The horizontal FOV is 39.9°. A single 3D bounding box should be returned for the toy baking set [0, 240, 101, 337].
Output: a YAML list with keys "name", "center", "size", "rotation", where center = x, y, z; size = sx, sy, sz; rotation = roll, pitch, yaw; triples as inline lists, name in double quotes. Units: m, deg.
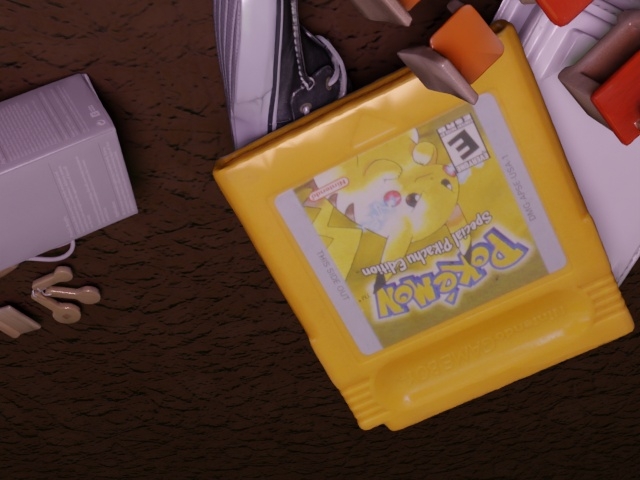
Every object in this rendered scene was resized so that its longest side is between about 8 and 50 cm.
- name: "toy baking set"
  center: [-0.380, 0.036, 1.075]
  size: [0.197, 0.030, 0.256]
  rotation: [-7, 141, -1]

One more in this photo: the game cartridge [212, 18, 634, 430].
- name: "game cartridge"
  center: [0.102, 0.007, 0.808]
  size: [0.285, 0.052, 0.323]
  rotation: [-26, 111, 9]

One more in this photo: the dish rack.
- name: "dish rack"
  center: [0.249, -0.070, 0.869]
  size: [0.285, 0.072, 0.333]
  rotation: [17, 113, -25]

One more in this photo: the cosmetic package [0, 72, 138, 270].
- name: "cosmetic package"
  center: [-0.308, -0.049, 0.844]
  size: [0.238, 0.107, 0.127]
  rotation: [-22, 144, -17]

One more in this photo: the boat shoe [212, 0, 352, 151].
- name: "boat shoe"
  center: [-0.031, -0.149, 0.829]
  size: [0.119, 0.121, 0.335]
  rotation: [-10, 151, -7]

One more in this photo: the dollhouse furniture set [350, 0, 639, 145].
- name: "dollhouse furniture set"
  center: [0.189, -0.194, 0.633]
  size: [0.262, 0.135, 0.259]
  rotation: [-44, 113, 3]
